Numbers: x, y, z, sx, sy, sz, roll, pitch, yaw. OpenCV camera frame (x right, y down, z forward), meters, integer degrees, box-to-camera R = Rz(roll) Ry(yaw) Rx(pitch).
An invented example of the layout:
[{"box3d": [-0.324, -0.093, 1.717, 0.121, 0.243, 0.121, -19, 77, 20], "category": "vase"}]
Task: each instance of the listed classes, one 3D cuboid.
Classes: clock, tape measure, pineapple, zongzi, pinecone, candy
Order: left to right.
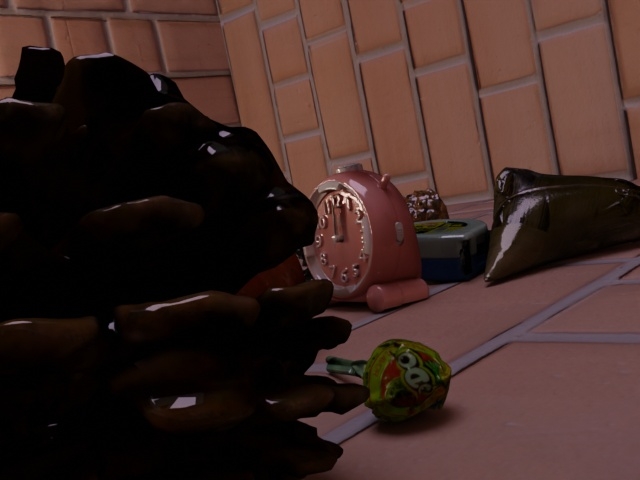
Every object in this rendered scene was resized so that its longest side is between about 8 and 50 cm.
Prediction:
[{"box3d": [-0.186, 0.058, 0.492, 0.398, 0.397, 0.398, -11, 5, 1], "category": "pinecone"}, {"box3d": [0.073, -0.011, 1.263, 0.142, 0.241, 0.227, -11, 3, -35], "category": "clock"}, {"box3d": [0.098, 0.014, 1.578, 0.365, 0.165, 0.165, -20, 5, -4], "category": "pineapple"}, {"box3d": [0.050, 0.133, 0.745, 0.077, 0.073, 0.262, 7, -8, -16], "category": "candy"}, {"box3d": [0.155, 0.019, 1.437, 0.352, 0.097, 0.215, 1, 12, 33], "category": "tape measure"}, {"box3d": [0.428, -0.004, 1.283, 0.274, 0.145, 0.300, 5, 36, 16], "category": "zongzi"}]

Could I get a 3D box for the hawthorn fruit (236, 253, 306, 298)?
[{"box3d": [-0.118, 0.072, 1.004, 0.224, 0.224, 0.261, -14, 29, -28], "category": "hawthorn fruit"}]
